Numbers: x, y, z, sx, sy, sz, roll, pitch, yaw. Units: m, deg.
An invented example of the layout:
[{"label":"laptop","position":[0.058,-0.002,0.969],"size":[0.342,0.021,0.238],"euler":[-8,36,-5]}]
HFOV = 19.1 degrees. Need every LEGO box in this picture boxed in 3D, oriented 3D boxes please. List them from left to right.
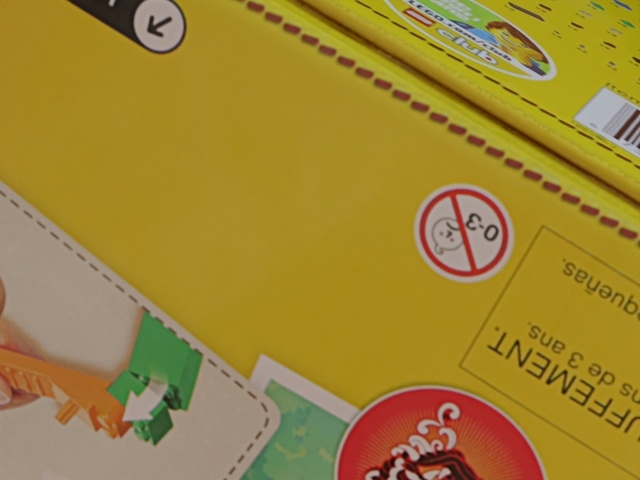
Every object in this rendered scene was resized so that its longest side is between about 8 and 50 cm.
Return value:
[{"label":"LEGO box","position":[0.036,0.125,0.545],"size":[0.372,0.500,0.193],"euler":[-61,171,24]}]
